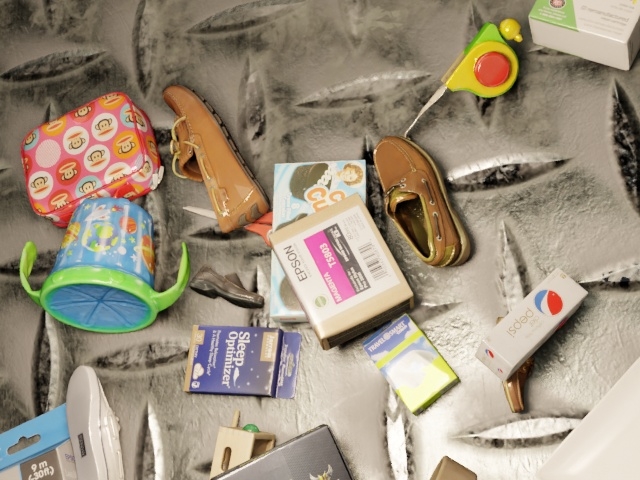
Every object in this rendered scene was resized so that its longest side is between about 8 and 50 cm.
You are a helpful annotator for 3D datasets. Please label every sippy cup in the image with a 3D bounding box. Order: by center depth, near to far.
[{"bbox_3d":[-0.436,0.041,2.074,0.240,0.305,0.224,-38,41,48],"label":"sippy cup"}]

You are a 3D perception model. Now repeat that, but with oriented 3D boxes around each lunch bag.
[{"bbox_3d":[-0.497,-0.160,2.214,0.293,0.120,0.258,-22,65,9],"label":"lunch bag"}]

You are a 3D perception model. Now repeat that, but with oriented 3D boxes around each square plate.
[{"bbox_3d":[0.574,0.358,1.638,0.344,0.049,0.347,-47,38,-2],"label":"square plate"}]

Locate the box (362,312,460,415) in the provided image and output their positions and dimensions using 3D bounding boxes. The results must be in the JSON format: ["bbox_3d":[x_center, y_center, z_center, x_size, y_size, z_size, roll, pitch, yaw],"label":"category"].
[{"bbox_3d":[0.162,0.222,1.890,0.109,0.042,0.178,-39,64,1],"label":"box"}]

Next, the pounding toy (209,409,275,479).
[{"bbox_3d":[-0.151,0.391,1.896,0.100,0.130,0.141,7,81,20],"label":"pounding toy"}]

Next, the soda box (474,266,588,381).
[{"bbox_3d":[0.371,0.147,1.787,0.216,0.069,0.074,-39,70,-24],"label":"soda box"}]

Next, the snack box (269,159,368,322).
[{"bbox_3d":[0.000,0.000,2.004,0.187,0.060,0.322,-2,69,7],"label":"snack box"}]

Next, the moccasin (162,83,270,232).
[{"bbox_3d":[-0.246,-0.175,2.131,0.147,0.139,0.380,-31,68,-1],"label":"moccasin"}]

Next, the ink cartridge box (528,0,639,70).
[{"bbox_3d":[0.558,-0.498,1.982,0.201,0.117,0.278,23,78,25],"label":"ink cartridge box"}]

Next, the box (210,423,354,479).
[{"bbox_3d":[-0.054,0.455,1.794,0.233,0.059,0.183,-23,88,-12],"label":"box"}]

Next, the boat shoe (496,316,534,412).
[{"bbox_3d":[0.352,0.218,1.814,0.060,0.064,0.178,-8,64,14],"label":"boat shoe"}]

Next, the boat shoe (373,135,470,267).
[{"bbox_3d":[0.177,-0.085,1.945,0.110,0.104,0.307,-51,56,33],"label":"boat shoe"}]

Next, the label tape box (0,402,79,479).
[{"bbox_3d":[-0.585,0.516,1.996,0.249,0.115,0.347,-25,66,9],"label":"label tape box"}]

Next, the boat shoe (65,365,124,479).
[{"bbox_3d":[-0.442,0.376,2.016,0.095,0.084,0.258,-22,70,39],"label":"boat shoe"}]

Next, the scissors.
[{"bbox_3d":[-0.156,-0.031,2.104,0.297,0.021,0.109,-1,72,17],"label":"scissors"}]

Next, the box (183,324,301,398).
[{"bbox_3d":[-0.154,0.237,1.997,0.225,0.036,0.136,0,71,18],"label":"box"}]

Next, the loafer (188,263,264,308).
[{"bbox_3d":[-0.184,0.091,2.048,0.170,0.062,0.061,17,72,22],"label":"loafer"}]

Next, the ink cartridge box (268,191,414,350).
[{"bbox_3d":[0.039,0.057,1.898,0.193,0.088,0.234,-26,70,-5],"label":"ink cartridge box"}]

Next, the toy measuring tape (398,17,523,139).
[{"bbox_3d":[0.294,-0.293,2.017,0.121,0.121,0.330,45,105,27],"label":"toy measuring tape"}]

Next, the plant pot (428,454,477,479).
[{"bbox_3d":[0.250,0.548,1.615,0.280,0.323,0.323,26,80,9],"label":"plant pot"}]
